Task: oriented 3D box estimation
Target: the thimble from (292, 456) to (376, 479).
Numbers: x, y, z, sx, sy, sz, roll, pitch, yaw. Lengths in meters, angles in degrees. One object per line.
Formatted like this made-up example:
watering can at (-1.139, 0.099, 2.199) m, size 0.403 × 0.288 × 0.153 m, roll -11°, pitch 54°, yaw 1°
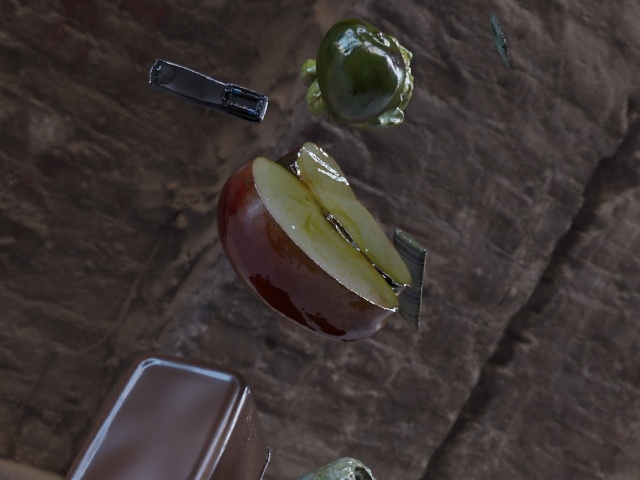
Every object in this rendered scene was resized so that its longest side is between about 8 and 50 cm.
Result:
thimble at (0.035, 0.470, 1.499) m, size 0.190 × 0.143 × 0.137 m, roll 57°, pitch 14°, yaw -18°

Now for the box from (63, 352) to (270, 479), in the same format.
box at (-0.253, 0.387, 1.469) m, size 0.239 × 0.339 × 0.229 m, roll 9°, pitch -45°, yaw 16°

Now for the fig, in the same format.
fig at (0.070, -0.336, 1.824) m, size 0.203 × 0.225 × 0.203 m, roll 23°, pitch 38°, yaw -20°

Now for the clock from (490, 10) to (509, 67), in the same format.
clock at (0.252, -0.284, 1.236) m, size 0.074 × 0.010 × 0.083 m, roll 57°, pitch 19°, yaw -59°

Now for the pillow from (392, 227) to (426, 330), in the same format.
pillow at (0.186, 0.083, 1.874) m, size 0.038 × 0.203 × 0.113 m, roll -15°, pitch 35°, yaw -26°

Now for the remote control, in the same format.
remote control at (-0.195, -0.260, 1.537) m, size 0.212 × 0.059 × 0.028 m, roll 17°, pitch -10°, yaw -11°

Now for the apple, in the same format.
apple at (0.000, 0.000, 1.519) m, size 0.365 × 0.329 × 0.295 m, roll 49°, pitch -24°, yaw -2°

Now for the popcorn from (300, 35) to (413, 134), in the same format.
popcorn at (0.096, -0.376, 2.138) m, size 0.276 × 0.276 × 0.225 m, roll 28°, pitch 40°, yaw -11°
